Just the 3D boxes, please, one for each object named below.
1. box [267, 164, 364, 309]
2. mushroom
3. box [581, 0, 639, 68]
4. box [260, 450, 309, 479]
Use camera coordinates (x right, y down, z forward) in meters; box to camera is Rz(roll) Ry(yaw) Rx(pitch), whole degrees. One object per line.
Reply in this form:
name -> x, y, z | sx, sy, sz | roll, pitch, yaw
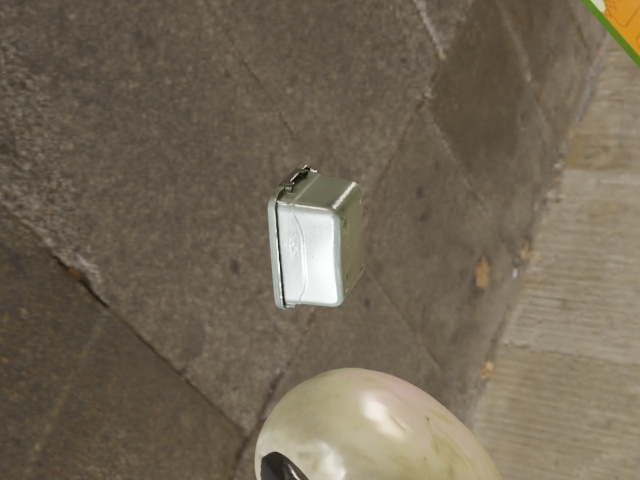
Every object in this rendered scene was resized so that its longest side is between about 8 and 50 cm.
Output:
box -> 0.000, 0.000, 1.204 | 0.124, 0.092, 0.172 | -51, 143, -54
mushroom -> 0.077, 0.349, 1.208 | 0.353, 0.325, 0.353 | -22, 118, -50
box -> 0.262, -0.192, 0.506 | 0.194, 0.148, 0.177 | -34, 169, -11
box -> 0.017, 0.224, 0.552 | 0.042, 0.201, 0.213 | -25, 151, -15
